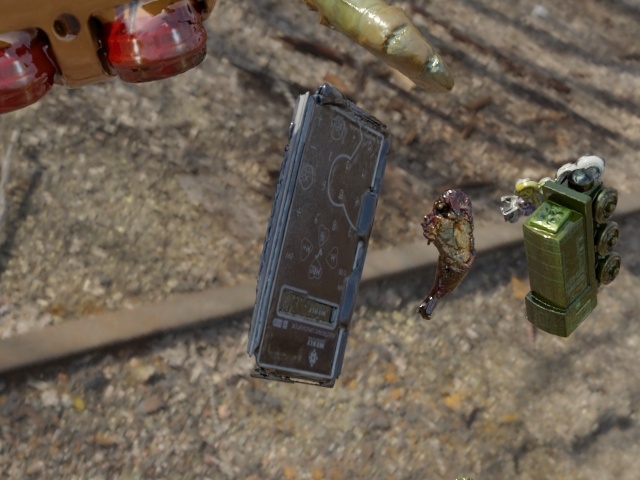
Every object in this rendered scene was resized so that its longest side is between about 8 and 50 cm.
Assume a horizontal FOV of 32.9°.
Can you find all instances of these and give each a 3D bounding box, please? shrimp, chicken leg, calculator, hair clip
[{"bbox_3d":[0.051,-0.248,1.224,0.267,0.061,0.145,37,8,24],"label":"shrimp"},{"bbox_3d":[0.137,0.016,1.174,0.062,0.145,0.037,1,11,-1],"label":"chicken leg"},{"bbox_3d":[0.001,0.000,1.027,0.028,0.274,0.165,9,-6,30],"label":"calculator"},{"bbox_3d":[0.361,-0.068,1.661,0.116,0.172,0.049,55,29,-43],"label":"hair clip"}]

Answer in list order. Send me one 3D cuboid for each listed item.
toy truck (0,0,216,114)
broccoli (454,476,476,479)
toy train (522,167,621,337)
[{"bbox_3d":[-0.211,-0.224,0.840,0.264,0.189,0.239,-13,26,-1],"label":"toy truck"},{"bbox_3d":[0.181,0.374,1.399,0.120,0.131,0.130,-3,9,28],"label":"broccoli"},{"bbox_3d":[0.330,0.013,1.439,0.090,0.226,0.137,28,58,39],"label":"toy train"}]
